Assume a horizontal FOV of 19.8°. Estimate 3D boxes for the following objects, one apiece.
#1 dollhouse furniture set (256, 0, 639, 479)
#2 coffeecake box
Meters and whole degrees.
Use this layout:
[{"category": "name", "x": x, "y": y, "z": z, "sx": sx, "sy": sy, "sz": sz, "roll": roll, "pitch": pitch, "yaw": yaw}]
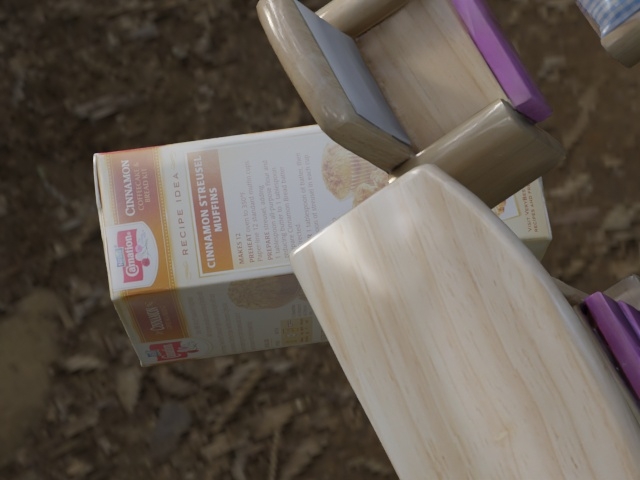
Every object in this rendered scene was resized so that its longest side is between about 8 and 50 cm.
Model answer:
[{"category": "dollhouse furniture set", "x": 0.161, "y": -0.044, "z": 0.510, "sx": 0.303, "sy": 0.198, "sz": 0.286, "roll": -34, "pitch": 68, "yaw": 15}, {"category": "coffeecake box", "x": 0.000, "y": 0.000, "z": 0.827, "sx": 0.185, "sy": 0.142, "sz": 0.068, "roll": -8, "pitch": 75, "yaw": -3}]
